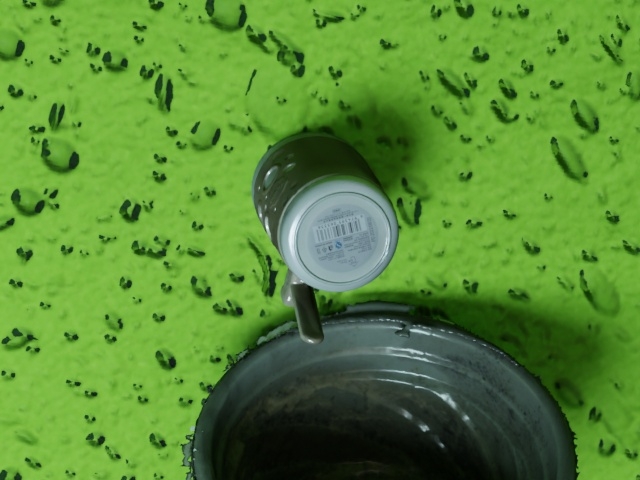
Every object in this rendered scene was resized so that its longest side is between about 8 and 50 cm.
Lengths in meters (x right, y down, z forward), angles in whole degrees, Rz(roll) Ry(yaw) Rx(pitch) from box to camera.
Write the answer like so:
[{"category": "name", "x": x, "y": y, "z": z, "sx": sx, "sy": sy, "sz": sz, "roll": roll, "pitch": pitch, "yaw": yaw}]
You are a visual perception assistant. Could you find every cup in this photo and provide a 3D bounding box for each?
[{"category": "cup", "x": -0.006, "y": -0.005, "z": 1.069, "sx": 0.074, "sy": 0.099, "sz": 0.102, "roll": 34, "pitch": 99, "yaw": -19}]

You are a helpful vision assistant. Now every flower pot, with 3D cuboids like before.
[{"category": "flower pot", "x": 0.033, "y": 0.165, "z": 1.093, "sx": 0.235, "sy": 0.235, "sz": 0.140, "roll": -4, "pitch": 135, "yaw": -10}]
